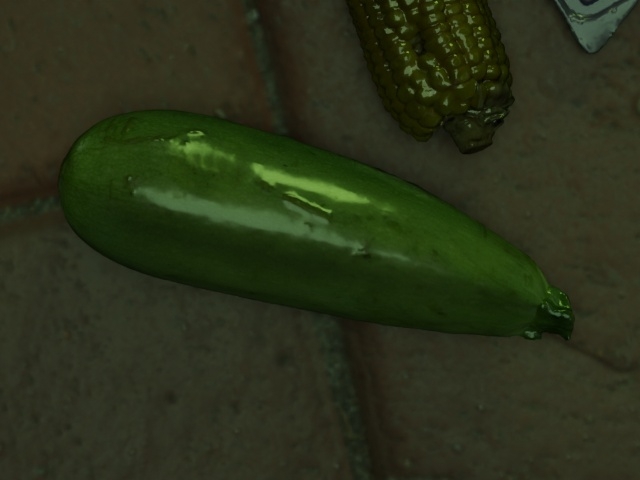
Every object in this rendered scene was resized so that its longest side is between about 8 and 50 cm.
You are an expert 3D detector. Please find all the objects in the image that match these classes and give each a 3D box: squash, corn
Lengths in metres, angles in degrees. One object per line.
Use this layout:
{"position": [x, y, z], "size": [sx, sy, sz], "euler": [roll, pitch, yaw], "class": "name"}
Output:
{"position": [0.001, -0.007, 1.269], "size": [0.371, 0.118, 0.118], "euler": [13, 94, -2], "class": "squash"}
{"position": [0.059, -0.182, 1.265], "size": [0.097, 0.097, 0.261], "euler": [-23, 92, 2], "class": "corn"}

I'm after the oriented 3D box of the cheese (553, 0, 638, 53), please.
{"position": [0.244, -0.219, 1.286], "size": [0.191, 0.042, 0.105], "euler": [-30, 92, 3], "class": "cheese"}
